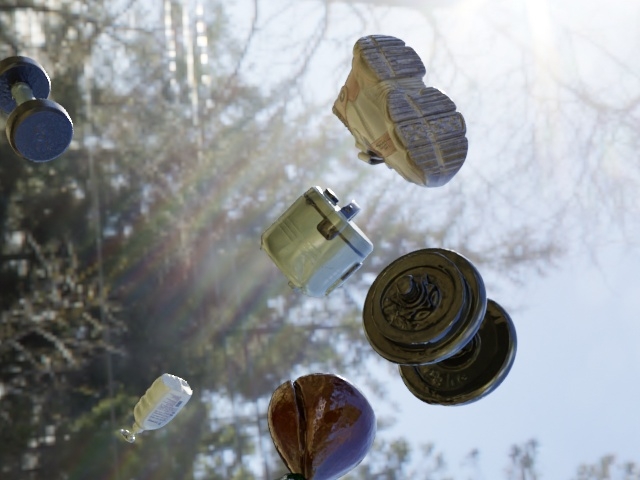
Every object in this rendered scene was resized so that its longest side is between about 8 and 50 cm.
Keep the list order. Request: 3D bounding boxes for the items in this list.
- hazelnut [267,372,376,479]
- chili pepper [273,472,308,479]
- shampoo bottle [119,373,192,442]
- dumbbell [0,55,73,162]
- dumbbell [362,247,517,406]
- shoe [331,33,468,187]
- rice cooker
[{"bbox_3d":[-0.001,0.339,1.957,0.208,0.208,0.208,177,-90,-74],"label":"hazelnut"},{"bbox_3d":[-0.038,0.481,1.723,0.165,0.174,0.261,52,15,-19],"label":"chili pepper"},{"bbox_3d":[-0.298,0.307,1.993,0.152,0.077,0.045,-50,-138,18],"label":"shampoo bottle"},{"bbox_3d":[-0.464,-0.212,1.779,0.191,0.100,0.100,-128,-143,-47],"label":"dumbbell"},{"bbox_3d":[0.175,0.129,1.635,0.290,0.192,0.192,48,20,-49],"label":"dumbbell"},{"bbox_3d":[0.152,-0.224,2.197,0.198,0.172,0.351,-59,-136,48],"label":"shoe"},{"bbox_3d":[0.000,0.000,2.630,0.244,0.226,0.226,-46,-154,4],"label":"rice cooker"}]
